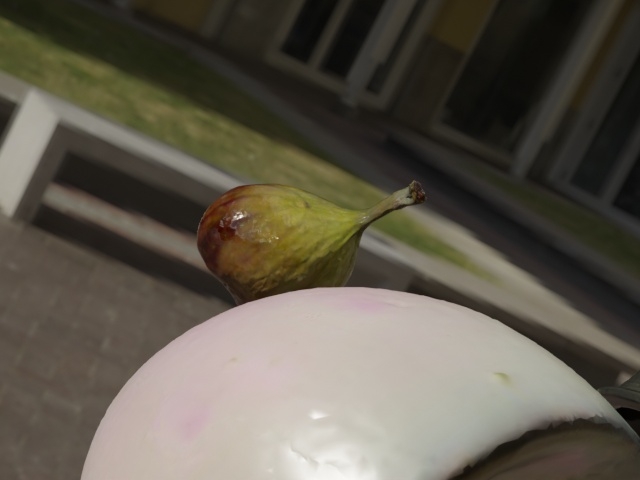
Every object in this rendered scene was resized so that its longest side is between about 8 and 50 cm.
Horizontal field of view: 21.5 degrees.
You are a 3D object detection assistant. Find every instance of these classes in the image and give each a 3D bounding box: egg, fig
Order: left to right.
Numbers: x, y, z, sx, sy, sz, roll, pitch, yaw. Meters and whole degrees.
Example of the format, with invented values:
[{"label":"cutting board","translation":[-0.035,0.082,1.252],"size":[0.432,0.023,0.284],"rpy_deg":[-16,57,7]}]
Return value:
[{"label":"fig","translation":[-0.011,0.011,1.694],"size":[0.231,0.143,0.160],"rpy_deg":[-2,-48,33]},{"label":"egg","translation":[-0.006,0.183,1.107],"size":[0.340,0.354,0.354],"rpy_deg":[33,10,41]}]

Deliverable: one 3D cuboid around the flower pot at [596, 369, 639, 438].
[{"label":"flower pot","translation":[0.346,0.125,1.295],"size":[0.235,0.148,0.235],"rpy_deg":[32,-9,6]}]
